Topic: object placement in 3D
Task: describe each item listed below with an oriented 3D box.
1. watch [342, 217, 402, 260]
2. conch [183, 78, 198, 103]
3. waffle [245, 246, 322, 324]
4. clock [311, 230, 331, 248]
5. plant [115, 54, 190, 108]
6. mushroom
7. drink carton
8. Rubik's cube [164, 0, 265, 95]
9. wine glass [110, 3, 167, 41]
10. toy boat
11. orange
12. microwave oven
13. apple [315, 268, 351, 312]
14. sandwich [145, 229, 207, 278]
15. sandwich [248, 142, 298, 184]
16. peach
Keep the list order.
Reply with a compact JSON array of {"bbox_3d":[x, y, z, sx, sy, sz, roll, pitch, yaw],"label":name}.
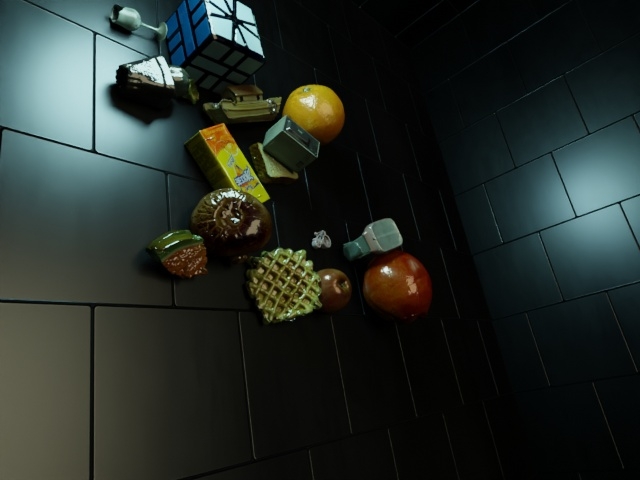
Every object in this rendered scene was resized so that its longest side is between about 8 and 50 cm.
[{"bbox_3d":[0.241,0.018,2.201,0.253,0.241,0.161,-17,79,-36],"label":"watch"},{"bbox_3d":[-0.524,-0.602,1.797,0.089,0.074,0.121,-51,141,-12],"label":"conch"},{"bbox_3d":[-0.142,0.171,1.760,0.317,0.073,0.297,-9,76,-34],"label":"waffle"},{"bbox_3d":[0.000,0.000,2.095,0.129,0.041,0.087,-13,83,-57],"label":"clock"},{"bbox_3d":[-0.603,-0.576,1.642,0.256,0.142,0.164,-13,79,-41],"label":"plant"},{"bbox_3d":[-0.317,-0.052,1.609,0.297,0.163,0.278,-13,88,-19],"label":"mushroom"},{"bbox_3d":[-0.362,-0.268,1.770,0.351,0.111,0.154,59,38,-8],"label":"drink carton"},{"bbox_3d":[-0.434,-0.814,1.862,0.294,0.283,0.288,1,68,-48],"label":"Rubik's cube"},{"bbox_3d":[-0.695,-0.833,1.729,0.196,0.079,0.079,0,69,-51],"label":"wine glass"},{"bbox_3d":[-0.328,-0.597,1.978,0.445,0.136,0.162,-27,116,-54],"label":"toy boat"},{"bbox_3d":[-0.036,-0.600,2.189,0.312,0.312,0.312,27,50,-38],"label":"orange"},{"bbox_3d":[-0.126,-0.427,1.991,0.205,0.163,0.129,35,43,-30],"label":"microwave oven"},{"bbox_3d":[0.036,0.211,1.905,0.188,0.174,0.188,30,46,-37],"label":"apple"},{"bbox_3d":[-0.468,0.054,1.470,0.185,0.109,0.159,-27,118,-50],"label":"sandwich"},{"bbox_3d":[-0.205,-0.345,2.035,0.215,0.065,0.186,-9,77,-52],"label":"sandwich"},{"bbox_3d":[0.373,0.232,2.193,0.373,0.290,0.372,27,44,-30],"label":"peach"}]
